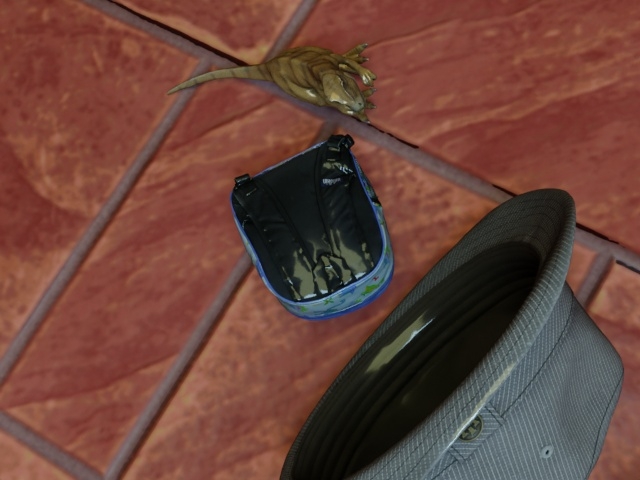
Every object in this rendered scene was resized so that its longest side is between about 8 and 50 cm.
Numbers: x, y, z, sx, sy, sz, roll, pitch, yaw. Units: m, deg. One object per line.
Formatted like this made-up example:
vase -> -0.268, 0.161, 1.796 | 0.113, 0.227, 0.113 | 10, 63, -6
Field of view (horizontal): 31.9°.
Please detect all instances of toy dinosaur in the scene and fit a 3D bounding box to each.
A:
toy dinosaur -> -0.019, -0.132, 0.877 | 0.211, 0.112, 0.064 | 12, 95, 54

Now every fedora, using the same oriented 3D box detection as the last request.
fedora -> 0.101, 0.108, 0.722 | 0.124, 0.244, 0.275 | 43, 78, -10

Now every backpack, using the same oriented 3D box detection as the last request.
backpack -> 0.000, 0.000, 0.824 | 0.105, 0.084, 0.114 | -24, 64, 1
